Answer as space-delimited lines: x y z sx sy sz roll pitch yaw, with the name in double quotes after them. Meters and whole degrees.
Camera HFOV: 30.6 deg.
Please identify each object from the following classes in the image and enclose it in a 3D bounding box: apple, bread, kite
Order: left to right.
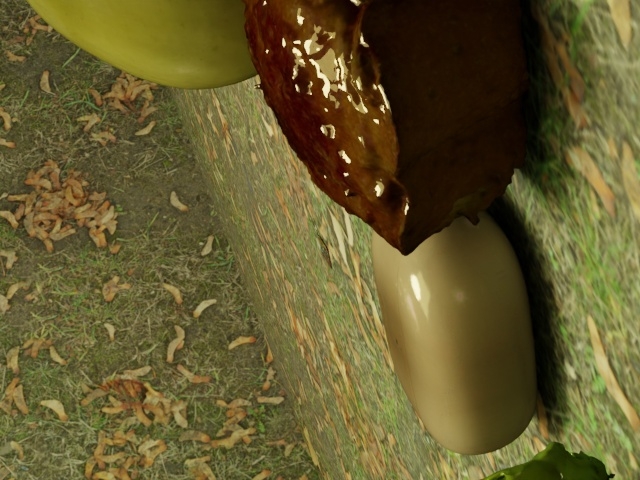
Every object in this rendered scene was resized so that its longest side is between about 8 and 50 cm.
-0.106 -0.243 0.887 0.262 0.262 0.262 161 90 -81 "apple"
0.000 0.003 1.538 0.044 0.002 0.078 86 161 -58 "kite"
0.033 -0.106 0.710 0.247 0.135 0.232 141 109 -80 "bread"

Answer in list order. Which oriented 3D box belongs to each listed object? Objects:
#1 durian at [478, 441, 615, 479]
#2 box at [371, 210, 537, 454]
0.135 0.287 0.714 0.255 0.204 0.339 55 163 19 "durian"
0.094 0.057 0.825 0.146 0.088 0.200 -119 13 -54 "box"
